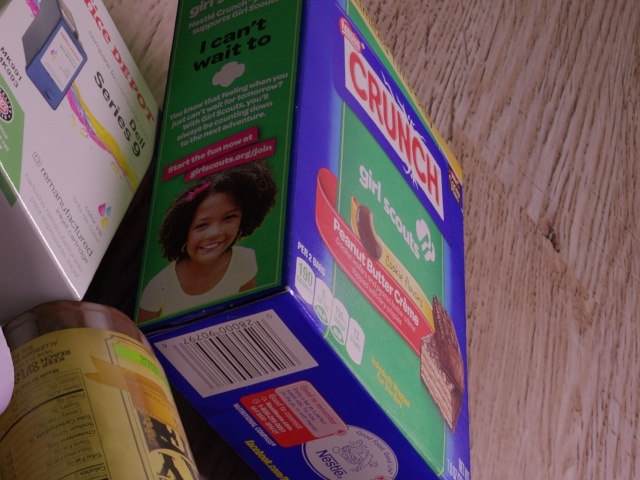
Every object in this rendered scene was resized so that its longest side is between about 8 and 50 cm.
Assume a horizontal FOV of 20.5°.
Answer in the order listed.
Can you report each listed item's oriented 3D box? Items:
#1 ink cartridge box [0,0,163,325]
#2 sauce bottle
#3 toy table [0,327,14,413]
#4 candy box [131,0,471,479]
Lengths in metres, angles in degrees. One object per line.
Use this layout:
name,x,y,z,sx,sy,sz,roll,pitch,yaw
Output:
ink cartridge box,-0.185,-0.069,1.066,0.212,0.093,0.154,-73,142,-58
sauce bottle,-0.101,0.166,0.884,0.111,0.111,0.344,37,16,-36
toy table,-0.274,0.033,0.682,0.161,0.274,0.252,-42,135,-35
candy box,0.000,0.000,1.198,0.268,0.122,0.317,52,28,-43
